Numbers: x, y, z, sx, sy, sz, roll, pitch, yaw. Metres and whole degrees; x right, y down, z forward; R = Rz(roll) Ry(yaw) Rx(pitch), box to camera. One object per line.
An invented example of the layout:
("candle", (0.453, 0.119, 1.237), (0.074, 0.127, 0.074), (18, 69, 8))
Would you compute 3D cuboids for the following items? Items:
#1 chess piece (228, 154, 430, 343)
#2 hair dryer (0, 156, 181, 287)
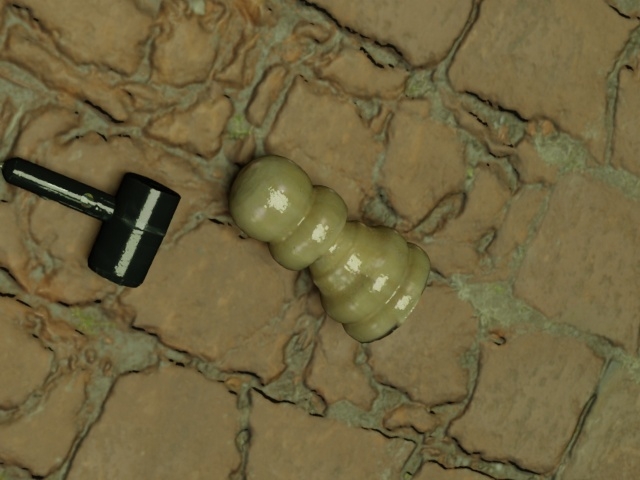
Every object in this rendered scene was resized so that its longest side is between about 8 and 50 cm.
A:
("chess piece", (0.000, 0.000, 1.591), (0.261, 0.143, 0.143), (38, 88, -24))
("hair dryer", (-0.280, -0.039, 1.494), (0.219, 0.071, 0.124), (25, 94, -21))
